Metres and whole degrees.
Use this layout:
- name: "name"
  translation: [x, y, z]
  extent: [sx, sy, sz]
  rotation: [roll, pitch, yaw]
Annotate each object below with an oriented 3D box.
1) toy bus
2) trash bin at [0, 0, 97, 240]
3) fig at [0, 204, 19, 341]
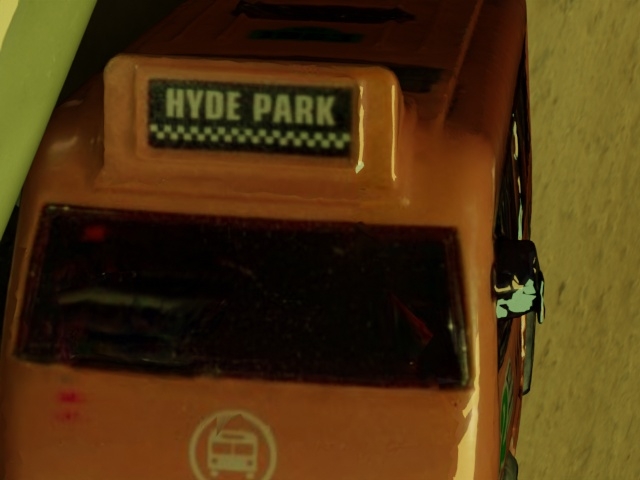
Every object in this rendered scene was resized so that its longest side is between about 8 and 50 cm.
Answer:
- name: "toy bus"
  translation: [0.000, 0.000, 0.854]
  extent: [0.427, 0.203, 0.233]
  rotation: [-65, 157, -72]
- name: "trash bin"
  translation: [-0.189, -0.096, 0.627]
  extent: [0.243, 0.121, 0.247]
  rotation: [24, 90, -18]
- name: "fig"
  translation: [-0.185, -0.019, 0.790]
  extent: [0.149, 0.149, 0.245]
  rotation: [-34, 124, -43]
